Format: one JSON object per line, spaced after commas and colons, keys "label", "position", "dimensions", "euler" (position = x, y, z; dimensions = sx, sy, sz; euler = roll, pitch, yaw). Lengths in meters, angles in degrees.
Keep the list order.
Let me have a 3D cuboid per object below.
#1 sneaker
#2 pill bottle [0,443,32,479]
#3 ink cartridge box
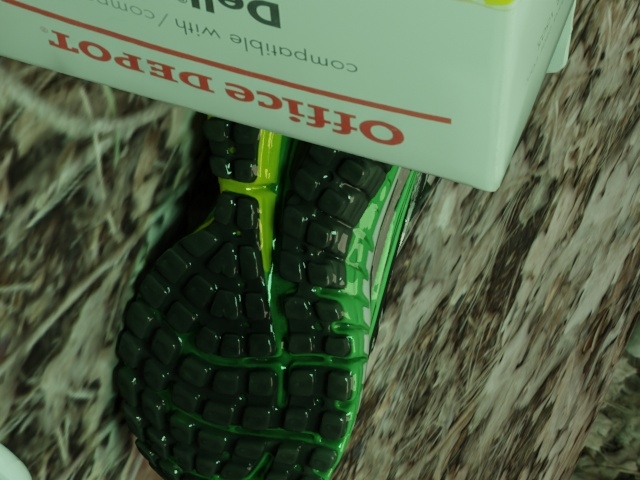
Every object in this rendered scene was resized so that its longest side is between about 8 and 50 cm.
{"label": "sneaker", "position": [0.000, 0.000, 0.980], "dimensions": [0.146, 0.134, 0.343], "euler": [-28, 140, -63]}
{"label": "pill bottle", "position": [-0.194, 0.138, 0.673], "dimensions": [0.184, 0.103, 0.103], "euler": [-59, 162, -17]}
{"label": "ink cartridge box", "position": [-0.017, -0.138, 0.591], "dimensions": [0.353, 0.207, 0.119], "euler": [83, 26, -60]}
